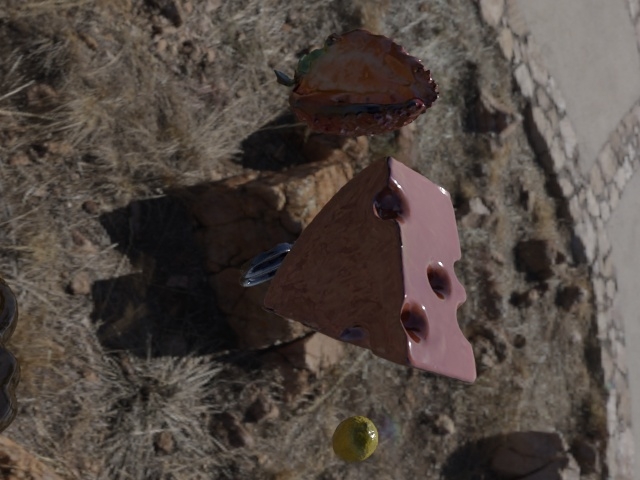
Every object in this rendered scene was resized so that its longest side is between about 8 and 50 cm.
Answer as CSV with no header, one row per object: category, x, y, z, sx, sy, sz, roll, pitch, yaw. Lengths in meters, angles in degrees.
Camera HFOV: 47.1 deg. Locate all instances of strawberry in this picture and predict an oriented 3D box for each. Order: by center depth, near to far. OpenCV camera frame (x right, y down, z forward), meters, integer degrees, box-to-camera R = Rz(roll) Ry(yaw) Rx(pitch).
strawberry,0.044,-0.176,0.866,0.085,0.192,0.140,63,23,-54

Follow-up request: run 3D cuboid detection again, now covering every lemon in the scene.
lemon,0.065,0.366,1.353,0.082,0.110,0.082,12,52,-16

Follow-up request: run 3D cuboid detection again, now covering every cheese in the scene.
cheese,0.065,0.017,0.705,0.128,0.203,0.177,23,84,-42

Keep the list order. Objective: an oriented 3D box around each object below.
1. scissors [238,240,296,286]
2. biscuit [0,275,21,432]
scissors,0.000,0.000,1.219,0.300,0.109,0.022,-26,73,-21
biscuit,-0.383,0.073,0.686,0.186,0.295,0.044,-35,153,-29
